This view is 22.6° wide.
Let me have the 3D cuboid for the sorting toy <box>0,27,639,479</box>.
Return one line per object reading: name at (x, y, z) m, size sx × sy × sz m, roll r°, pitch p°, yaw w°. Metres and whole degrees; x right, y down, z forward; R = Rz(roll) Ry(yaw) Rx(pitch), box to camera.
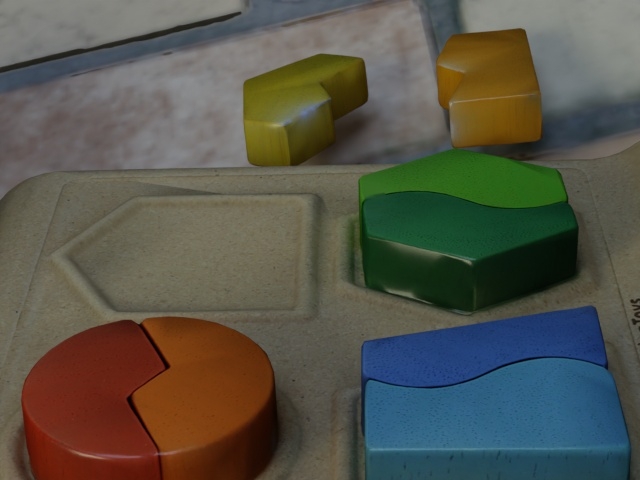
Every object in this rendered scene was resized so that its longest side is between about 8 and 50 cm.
sorting toy at (0.000, 0.000, 0.474) m, size 0.229 × 0.041 × 0.307 m, roll -5°, pitch 29°, yaw 4°
